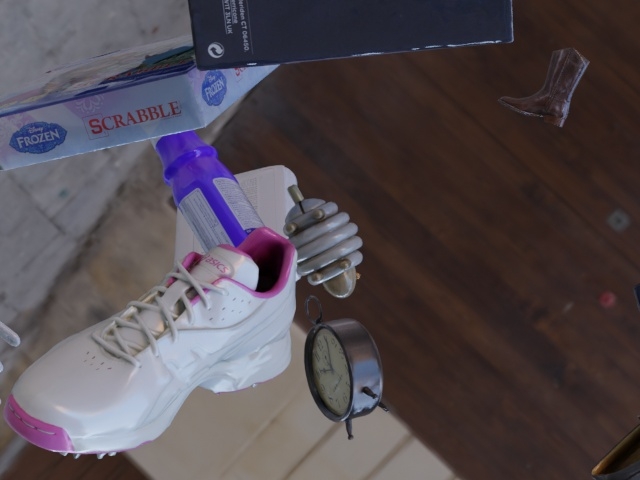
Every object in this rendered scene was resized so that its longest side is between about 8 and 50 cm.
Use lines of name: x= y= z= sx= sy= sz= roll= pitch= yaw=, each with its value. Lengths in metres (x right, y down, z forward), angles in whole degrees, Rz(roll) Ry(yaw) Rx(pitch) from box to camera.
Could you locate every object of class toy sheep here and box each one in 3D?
toy sheep: x=0.000 y=0.000 z=1.250 sx=0.091 sy=0.132 sz=0.091 roll=-23 pitch=180 yaw=0

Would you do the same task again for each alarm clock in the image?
alarm clock: x=0.024 y=0.151 z=1.540 sx=0.064 sy=0.192 sz=0.129 roll=-12 pitch=148 yaw=-29

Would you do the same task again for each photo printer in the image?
photo printer: x=-0.162 y=0.000 z=2.331 sx=0.256 sy=0.107 sz=0.307 roll=-15 pitch=-139 yaw=8

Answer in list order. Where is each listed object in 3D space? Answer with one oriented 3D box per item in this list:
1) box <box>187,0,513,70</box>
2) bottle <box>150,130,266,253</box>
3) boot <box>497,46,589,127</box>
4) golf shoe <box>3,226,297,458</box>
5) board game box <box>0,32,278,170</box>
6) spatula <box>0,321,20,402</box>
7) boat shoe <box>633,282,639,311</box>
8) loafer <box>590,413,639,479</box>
box: x=0.024 y=-0.284 z=1.167 sx=0.294 sy=0.182 sz=0.296 roll=-6 pitch=-162 yaw=2
bottle: x=-0.161 y=-0.057 z=1.768 sx=0.092 sy=0.283 sz=0.118 roll=-37 pitch=161 yaw=11
boot: x=0.326 y=-0.234 z=1.731 sx=0.037 sy=0.106 sz=0.114 roll=-25 pitch=135 yaw=-82
golf shoe: x=-0.125 y=0.070 z=0.950 sx=0.306 sy=0.115 sz=0.140 roll=-23 pitch=137 yaw=-54
board game box: x=-0.232 y=-0.175 z=1.394 sx=0.319 sy=0.066 sz=0.318 roll=-10 pitch=-162 yaw=18
spatula: x=-0.434 y=0.074 z=1.298 sx=0.019 sy=0.242 sz=0.168 roll=-45 pitch=170 yaw=-46
boat shoe: x=0.512 y=0.149 z=1.420 sx=0.127 sy=0.340 sz=0.158 roll=-24 pitch=171 yaw=-22
loafer: x=0.327 y=0.183 z=1.121 sx=0.170 sy=0.061 sz=0.062 roll=-55 pitch=-163 yaw=11
